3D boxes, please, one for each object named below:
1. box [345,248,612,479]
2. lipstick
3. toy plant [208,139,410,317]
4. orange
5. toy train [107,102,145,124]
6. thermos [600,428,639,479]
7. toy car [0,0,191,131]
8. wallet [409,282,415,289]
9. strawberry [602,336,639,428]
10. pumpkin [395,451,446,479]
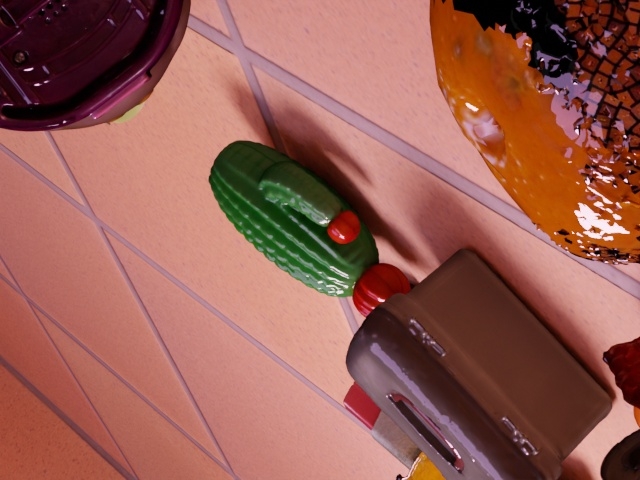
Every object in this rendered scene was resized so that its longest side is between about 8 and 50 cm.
[{"bbox_3d":[0.132,0.122,1.501,0.210,0.129,0.148,47,163,7],"label":"box"},{"bbox_3d":[0.127,0.249,1.917,0.312,0.051,0.051,37,162,34],"label":"lipstick"},{"bbox_3d":[-0.008,-0.011,1.627,0.240,0.088,0.155,30,154,44],"label":"toy plant"},{"bbox_3d":[0.157,-0.100,0.911,0.234,0.182,0.234,54,175,7],"label":"orange"},{"bbox_3d":[-0.287,-0.211,1.892,0.253,0.105,0.157,35,172,38],"label":"toy train"},{"bbox_3d":[0.302,0.242,1.425,0.073,0.083,0.188,-18,116,47],"label":"thermos"},{"bbox_3d":[-0.259,-0.252,1.522,0.341,0.271,0.240,54,-177,-7],"label":"toy car"},{"bbox_3d":[0.104,0.116,1.725,0.110,0.031,0.198,20,146,59],"label":"wallet"},{"bbox_3d":[0.290,0.141,1.231,0.190,0.111,0.236,51,-171,-44],"label":"strawberry"},{"bbox_3d":[0.176,0.260,1.766,0.278,0.111,0.163,-53,45,47],"label":"pumpkin"}]
